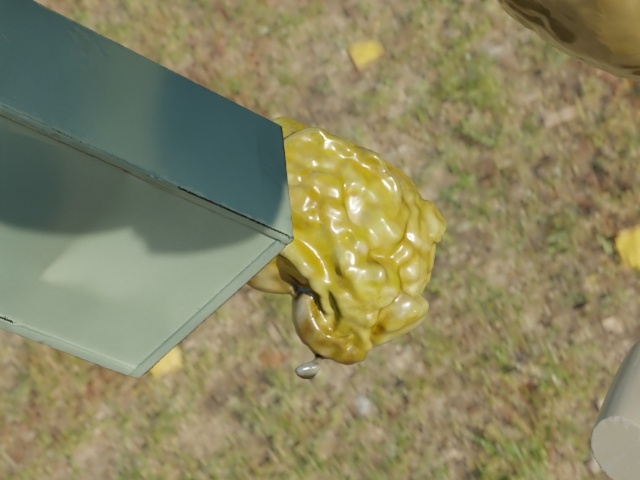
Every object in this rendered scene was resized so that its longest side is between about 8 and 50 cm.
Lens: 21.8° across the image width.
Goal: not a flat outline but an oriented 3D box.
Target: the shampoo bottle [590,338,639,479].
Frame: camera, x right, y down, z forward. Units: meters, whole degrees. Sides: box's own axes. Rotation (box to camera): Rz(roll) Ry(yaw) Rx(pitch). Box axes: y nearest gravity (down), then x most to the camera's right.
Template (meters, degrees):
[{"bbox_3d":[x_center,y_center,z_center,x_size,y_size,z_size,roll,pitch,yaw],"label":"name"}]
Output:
[{"bbox_3d":[0.359,0.169,1.741,0.078,0.127,0.257,-40,-2,33],"label":"shampoo bottle"}]

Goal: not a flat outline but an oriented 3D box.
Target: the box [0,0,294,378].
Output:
[{"bbox_3d":[-0.141,-0.035,0.772,0.129,0.225,0.086,-41,39,33],"label":"box"}]

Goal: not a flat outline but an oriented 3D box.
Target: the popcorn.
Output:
[{"bbox_3d":[0.014,-0.009,1.291,0.163,0.140,0.194,-31,75,-32],"label":"popcorn"}]

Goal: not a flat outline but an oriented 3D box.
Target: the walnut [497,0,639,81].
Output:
[{"bbox_3d":[0.247,-0.277,1.063,0.384,0.383,0.383,-13,49,16],"label":"walnut"}]
